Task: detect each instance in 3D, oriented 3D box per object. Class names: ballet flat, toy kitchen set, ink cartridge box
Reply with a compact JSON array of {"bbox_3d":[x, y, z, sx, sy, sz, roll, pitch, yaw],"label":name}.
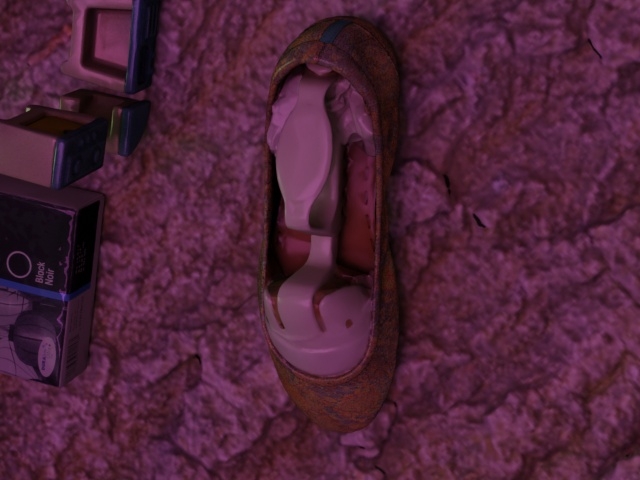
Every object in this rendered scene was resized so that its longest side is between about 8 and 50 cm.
[{"bbox_3d":[0.000,0.000,1.420,0.123,0.123,0.348,7,107,16],"label":"ballet flat"},{"bbox_3d":[-0.161,-0.155,1.401,0.122,0.166,0.207,12,108,15],"label":"toy kitchen set"},{"bbox_3d":[-0.355,0.008,1.566,0.333,0.065,0.165,12,108,15],"label":"ink cartridge box"}]
